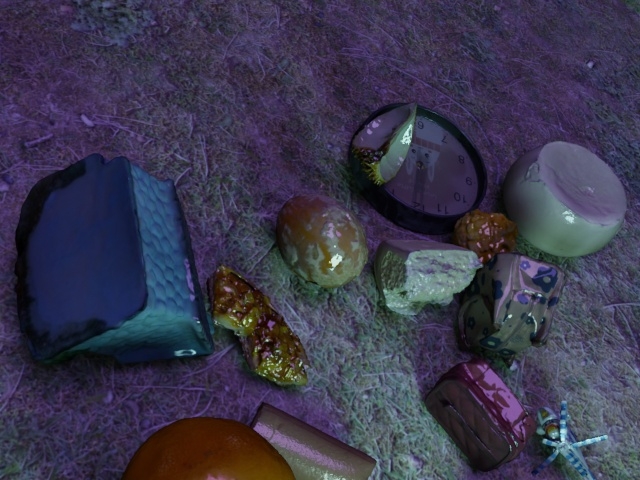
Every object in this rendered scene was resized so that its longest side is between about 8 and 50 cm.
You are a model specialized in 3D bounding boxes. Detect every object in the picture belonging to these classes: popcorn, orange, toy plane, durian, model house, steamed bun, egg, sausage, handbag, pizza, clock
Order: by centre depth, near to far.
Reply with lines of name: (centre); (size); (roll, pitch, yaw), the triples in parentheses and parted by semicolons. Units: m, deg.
orange: (-0.187, 0.440, 1.249); (0.312, 0.312, 0.312); (12, 55, -17)
sausage: (-0.029, 0.414, 1.448); (0.253, 0.123, 0.123); (28, 52, -4)
model house: (-0.353, 0.056, 1.472); (0.339, 0.297, 0.360); (25, 42, -55)
pizza: (-0.123, 0.174, 1.556); (0.305, 0.086, 0.161); (54, 25, 2)
handbag: (0.341, 0.372, 1.630); (0.135, 0.146, 0.225); (-25, 72, -40)
toy plane: (0.575, 0.476, 1.683); (0.273, 0.182, 0.107); (36, 20, -1)
egg: (0.000, 0.000, 1.686); (0.233, 0.195, 0.195); (40, 52, 6)
handbag: (0.430, 0.163, 1.748); (0.190, 0.251, 0.193); (18, 63, -5)
steamed bun: (0.246, 0.087, 1.752); (0.226, 0.200, 0.170); (1, 95, -24)
durian: (0.155, -0.242, 1.851); (0.144, 0.139, 0.252); (39, 53, 9)
popcorn: (0.411, 0.008, 1.897); (0.180, 0.180, 0.170); (-19, 54, -33)
clock: (0.262, -0.197, 2.003); (0.386, 0.076, 0.386); (12, 55, -17)
steamed bun: (0.639, -0.100, 2.028); (0.324, 0.206, 0.324); (13, 54, -18)
